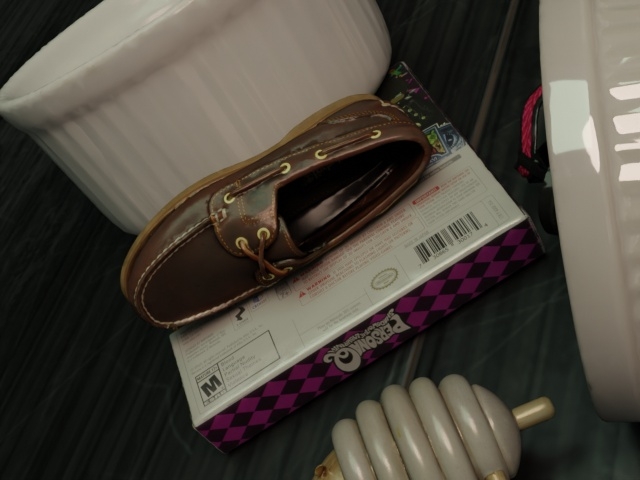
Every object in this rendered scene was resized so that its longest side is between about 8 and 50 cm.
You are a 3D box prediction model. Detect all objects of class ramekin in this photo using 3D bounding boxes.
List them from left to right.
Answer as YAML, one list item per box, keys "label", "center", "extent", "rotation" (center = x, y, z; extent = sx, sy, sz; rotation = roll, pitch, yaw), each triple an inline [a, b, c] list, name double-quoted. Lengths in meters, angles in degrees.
- label: "ramekin"
  center: [-0.082, -0.127, 0.760]
  extent: [0.277, 0.135, 0.277]
  rotation: [-28, 24, 14]
- label: "ramekin"
  center: [0.169, -0.025, 0.470]
  extent: [0.109, 0.207, 0.207]
  rotation: [-7, 47, 19]

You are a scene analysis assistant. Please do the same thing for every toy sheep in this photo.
- label: "toy sheep"
  center: [0.054, 0.110, 0.512]
  extent: [0.132, 0.091, 0.091]
  rotation: [-21, 39, -3]

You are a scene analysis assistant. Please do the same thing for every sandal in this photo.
- label: "sandal"
  center: [0.142, -0.069, 0.634]
  extent: [0.040, 0.067, 0.179]
  rotation: [6, 45, 16]

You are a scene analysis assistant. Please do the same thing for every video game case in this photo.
- label: "video game case"
  center: [0.000, 0.000, 0.690]
  extent: [0.232, 0.042, 0.210]
  rotation: [-33, 39, 4]

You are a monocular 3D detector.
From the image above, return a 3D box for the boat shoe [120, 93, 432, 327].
- label: "boat shoe"
  center: [-0.028, -0.014, 0.631]
  extent: [0.207, 0.073, 0.073]
  rotation: [-38, 36, -2]
